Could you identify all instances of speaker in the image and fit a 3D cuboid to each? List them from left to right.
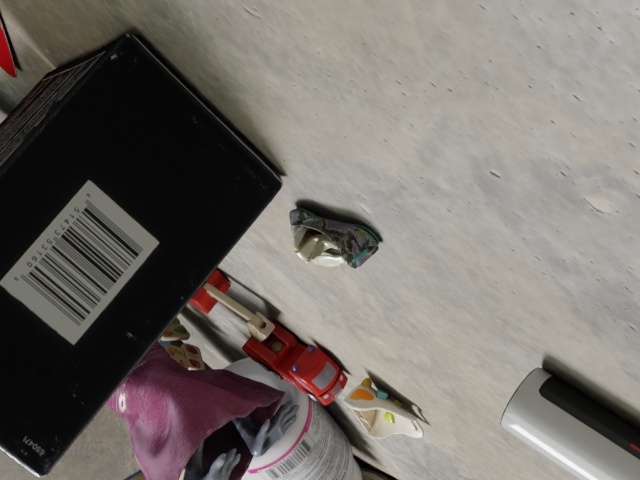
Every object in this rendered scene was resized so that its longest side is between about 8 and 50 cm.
[{"bbox_3d":[0.201,0.151,0.898,0.136,0.055,0.055,33,164,24],"label":"speaker"}]

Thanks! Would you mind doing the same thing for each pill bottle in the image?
[{"bbox_3d":[-0.048,0.291,1.723,0.160,0.160,0.283,29,162,35],"label":"pill bottle"}]

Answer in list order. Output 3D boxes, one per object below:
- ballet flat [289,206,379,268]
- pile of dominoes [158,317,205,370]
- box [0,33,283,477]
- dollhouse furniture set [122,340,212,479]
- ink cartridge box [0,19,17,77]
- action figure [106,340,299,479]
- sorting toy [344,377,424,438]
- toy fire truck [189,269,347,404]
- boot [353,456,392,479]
[{"bbox_3d":[0.000,0.000,0.971,0.041,0.041,0.114,48,164,-30],"label":"ballet flat"},{"bbox_3d":[-0.275,0.116,1.739,0.251,0.040,0.196,2,-144,-49],"label":"pile of dominoes"},{"bbox_3d":[-0.226,0.005,1.036,0.183,0.296,0.294,44,166,-19],"label":"box"},{"bbox_3d":[-0.218,0.312,1.884,0.286,0.198,0.303,48,-163,-39],"label":"dollhouse furniture set"},{"bbox_3d":[-0.436,-0.242,1.138,0.272,0.130,0.309,37,165,5],"label":"ink cartridge box"},{"bbox_3d":[-0.225,0.182,1.553,0.370,0.275,0.248,28,177,21],"label":"action figure"},{"bbox_3d":[0.077,0.192,1.364,0.075,0.045,0.083,22,158,30],"label":"sorting toy"},{"bbox_3d":[-0.066,0.109,1.442,0.192,0.047,0.135,27,162,40],"label":"toy fire truck"},{"bbox_3d":[0.015,0.477,1.876,0.377,0.284,0.138,26,161,42],"label":"boot"}]
